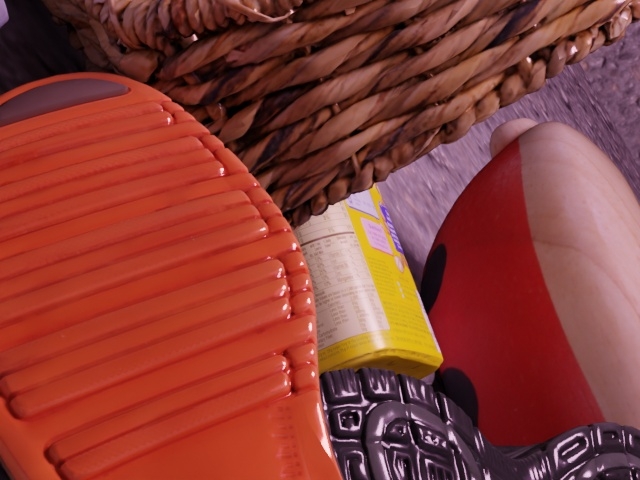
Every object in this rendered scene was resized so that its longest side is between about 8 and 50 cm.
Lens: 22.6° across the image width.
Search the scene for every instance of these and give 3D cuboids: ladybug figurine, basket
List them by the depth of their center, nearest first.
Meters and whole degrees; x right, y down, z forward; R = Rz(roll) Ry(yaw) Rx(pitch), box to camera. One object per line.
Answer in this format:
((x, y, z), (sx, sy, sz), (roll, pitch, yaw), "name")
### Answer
((0.016, -0.166, 0.732), (0.223, 0.299, 0.213), (60, -10, -15), "basket")
((0.183, 0.132, 1.056), (0.305, 0.162, 0.449), (44, 26, -70), "ladybug figurine")

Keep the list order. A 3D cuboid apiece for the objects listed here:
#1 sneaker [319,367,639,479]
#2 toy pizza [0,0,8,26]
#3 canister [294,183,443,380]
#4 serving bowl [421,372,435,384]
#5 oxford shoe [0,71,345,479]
((0.049, 0.139, 0.787), (0.286, 0.130, 0.109), (18, 60, -38), "sneaker")
((-0.173, -0.164, 0.603), (0.201, 0.032, 0.201), (61, -9, 18), "toy pizza")
((0.000, 0.000, 0.894), (0.126, 0.073, 0.169), (22, 46, -66), "canister")
((0.040, 0.058, 1.003), (0.083, 0.027, 0.083), (55, 18, -28), "serving bowl")
((-0.051, 0.094, 0.585), (0.132, 0.130, 0.363), (97, -26, -55), "oxford shoe")
